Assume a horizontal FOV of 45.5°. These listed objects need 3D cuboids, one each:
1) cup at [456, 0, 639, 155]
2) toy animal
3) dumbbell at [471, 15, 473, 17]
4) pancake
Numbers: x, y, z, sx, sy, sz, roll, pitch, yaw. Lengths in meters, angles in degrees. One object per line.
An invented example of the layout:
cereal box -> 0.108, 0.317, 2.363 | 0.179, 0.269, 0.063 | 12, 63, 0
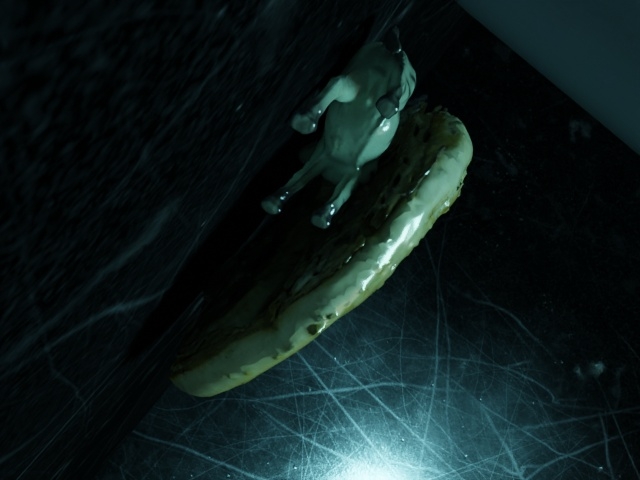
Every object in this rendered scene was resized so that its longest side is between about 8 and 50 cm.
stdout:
cup -> 0.220, -0.136, 0.390 | 0.205, 0.312, 0.205 | -50, 180, 0
toy animal -> 0.028, -0.096, 0.622 | 0.176, 0.073, 0.217 | -58, 180, -39
dumbbell -> 0.191, -0.272, 0.739 | 0.208, 0.099, 0.099 | -52, -179, -38
pancake -> -0.001, -0.001, 0.768 | 0.382, 0.071, 0.382 | -40, -165, 13
